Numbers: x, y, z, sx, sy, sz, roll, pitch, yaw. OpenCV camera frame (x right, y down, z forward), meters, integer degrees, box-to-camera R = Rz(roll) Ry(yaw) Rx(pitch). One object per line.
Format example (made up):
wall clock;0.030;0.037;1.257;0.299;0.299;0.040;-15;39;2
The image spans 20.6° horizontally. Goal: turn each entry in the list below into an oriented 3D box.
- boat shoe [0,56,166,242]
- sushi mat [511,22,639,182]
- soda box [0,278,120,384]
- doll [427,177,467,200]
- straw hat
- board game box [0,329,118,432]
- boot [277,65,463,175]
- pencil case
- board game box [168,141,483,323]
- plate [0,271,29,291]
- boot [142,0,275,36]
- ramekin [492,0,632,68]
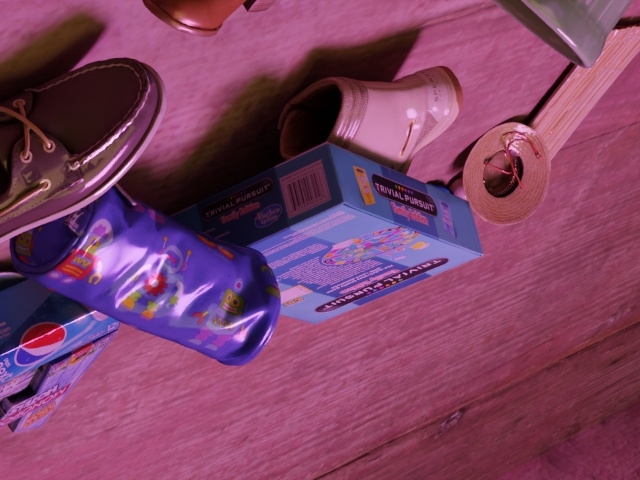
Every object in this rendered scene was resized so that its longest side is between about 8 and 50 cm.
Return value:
boat shoe;-0.287;-0.070;1.602;0.324;0.117;0.097;-32;161;-2
sushi mat;0.352;-0.191;2.505;0.151;0.019;0.316;-9;144;-49
soda box;-0.313;0.092;1.865;0.210;0.071;0.067;-26;155;-29
doll;0.141;-0.025;2.461;0.189;0.046;0.129;-40;150;-15
straw hat;0.250;-0.095;2.464;0.144;0.144;0.061;-33;-162;-14
board game box;-0.347;0.169;2.010;0.194;0.060;0.194;-29;163;-39
boot;0.023;-0.104;2.056;0.203;0.095;0.262;-9;153;-43
pencil case;-0.173;0.026;1.830;0.306;0.119;0.133;28;100;-40
board game box;0.000;0.000;2.073;0.253;0.079;0.336;-23;159;26
plate;-0.390;0.091;1.875;0.188;0.024;0.188;-33;157;-16
boot;-0.070;-0.271;1.609;0.197;0.073;0.152;-31;162;-53
ramekin;0.181;-0.311;1.632;0.148;0.303;0.303;-50;157;6
